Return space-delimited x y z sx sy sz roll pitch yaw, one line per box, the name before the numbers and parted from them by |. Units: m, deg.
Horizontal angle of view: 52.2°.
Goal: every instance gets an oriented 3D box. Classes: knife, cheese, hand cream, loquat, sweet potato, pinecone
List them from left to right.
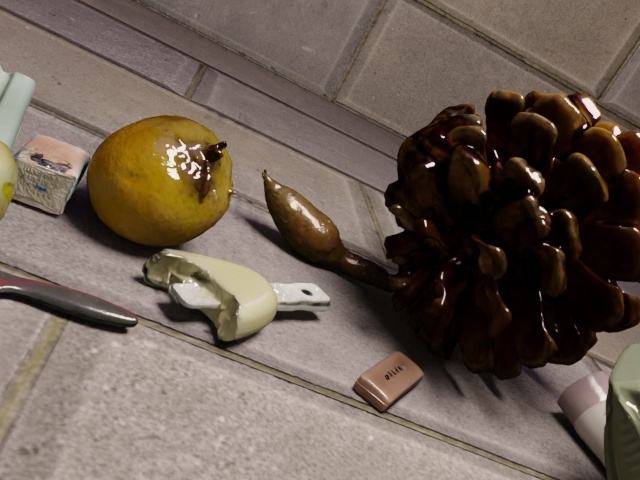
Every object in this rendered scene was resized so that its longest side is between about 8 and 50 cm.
knife | -0.284 0.040 0.578 0.247 0.018 0.035 19 28 -18
loquat | -0.197 -0.072 0.784 0.205 0.149 0.172 3 30 30
cheese | -0.077 0.063 0.752 0.235 0.049 0.127 6 27 -50
sweet potato | 0.001 0.003 0.982 0.269 0.075 0.075 40 19 -8
pinecone | 0.250 0.004 0.887 0.398 0.397 0.397 26 20 -10
hand cream | 0.420 0.293 0.854 0.133 0.083 0.247 8 39 -36

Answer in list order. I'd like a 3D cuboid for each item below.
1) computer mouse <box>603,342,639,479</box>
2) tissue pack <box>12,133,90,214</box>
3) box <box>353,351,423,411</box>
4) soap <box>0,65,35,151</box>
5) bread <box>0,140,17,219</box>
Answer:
computer mouse | 0.435 0.312 0.691 0.228 0.145 0.428 -4 55 -33
tissue pack | -0.314 -0.079 0.755 0.074 0.058 0.094 21 21 -18
box | 0.083 0.162 0.765 0.048 0.025 0.115 36 21 22
soap | -0.414 -0.132 0.706 0.160 0.087 0.265 19 22 -26
bread | -0.360 -0.062 0.514 0.213 0.105 0.213 19 60 -36
